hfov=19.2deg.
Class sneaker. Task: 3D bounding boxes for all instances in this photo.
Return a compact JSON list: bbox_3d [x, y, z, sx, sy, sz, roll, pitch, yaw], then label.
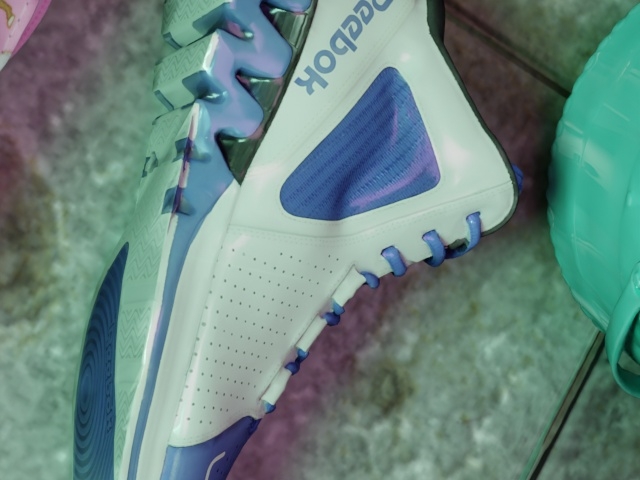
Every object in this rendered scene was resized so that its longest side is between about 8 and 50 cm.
[{"bbox_3d":[0.000,-0.001,0.910,0.182,0.127,0.316,16,85,-19],"label":"sneaker"}]

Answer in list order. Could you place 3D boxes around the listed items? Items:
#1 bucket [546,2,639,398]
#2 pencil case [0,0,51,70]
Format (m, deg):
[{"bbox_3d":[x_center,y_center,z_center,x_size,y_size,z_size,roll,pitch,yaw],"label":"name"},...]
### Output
[{"bbox_3d":[0.259,-0.012,0.953,0.281,0.183,0.281,-6,109,-18],"label":"bucket"},{"bbox_3d":[-0.255,-0.013,0.798,0.167,0.160,0.386,35,77,-53],"label":"pencil case"}]
